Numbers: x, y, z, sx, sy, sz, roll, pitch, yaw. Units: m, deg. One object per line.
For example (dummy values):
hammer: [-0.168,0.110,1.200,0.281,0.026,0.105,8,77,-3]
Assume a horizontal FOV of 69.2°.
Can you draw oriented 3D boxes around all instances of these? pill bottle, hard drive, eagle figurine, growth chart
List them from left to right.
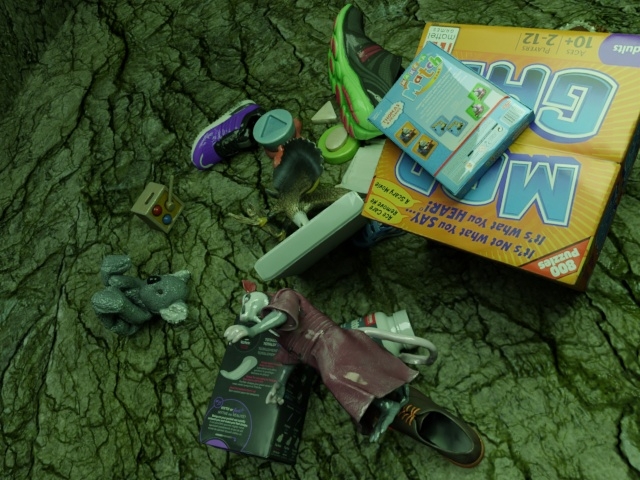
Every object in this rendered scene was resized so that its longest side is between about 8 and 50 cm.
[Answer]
eagle figurine: [-0.041,-0.106,1.168,0.298,0.226,0.225,-42,78,24]
hard drive: [0.000,0.000,1.013,0.233,0.353,0.047,-37,84,4]
pill bottle: [0.109,0.212,0.979,0.180,0.108,0.108,-22,54,10]
growth chart: [0.143,-0.189,1.262,0.171,0.021,0.237,22,71,32]

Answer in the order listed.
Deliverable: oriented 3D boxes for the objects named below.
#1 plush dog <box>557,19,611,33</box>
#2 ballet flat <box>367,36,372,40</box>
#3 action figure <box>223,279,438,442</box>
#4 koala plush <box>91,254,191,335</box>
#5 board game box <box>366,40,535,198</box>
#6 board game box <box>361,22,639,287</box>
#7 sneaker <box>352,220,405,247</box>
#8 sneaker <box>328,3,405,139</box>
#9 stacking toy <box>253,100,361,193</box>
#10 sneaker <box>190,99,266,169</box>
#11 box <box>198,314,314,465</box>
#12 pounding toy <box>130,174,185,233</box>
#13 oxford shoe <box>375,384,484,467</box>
plush dog: [0.652,-0.385,1.087,0.225,0.211,0.262,-35,80,-17]
ballet flat: [0.144,-0.574,1.488,0.057,0.049,0.173,5,69,20]
action figure: [-0.001,0.170,0.826,0.370,0.248,0.275,38,66,20]
koala plush: [-0.458,0.151,1.248,0.221,0.203,0.196,-9,42,-6]
board game box: [0.196,-0.194,0.733,0.160,0.039,0.211,-50,62,16]
board game box: [0.356,-0.137,0.862,0.356,0.356,0.357,21,95,32]
sneaker: [0.142,-0.028,1.141,0.144,0.059,0.053,-23,56,11]
sneaker: [0.139,-0.493,1.366,0.202,0.185,0.483,-5,65,-11]
stacking toy: [-0.050,-0.308,1.351,0.279,0.130,0.309,-32,54,3]
sneaker: [-0.280,-0.325,1.479,0.293,0.102,0.146,-46,55,-8]
box: [-0.120,0.316,0.993,0.165,0.143,0.271,2,61,22]
pounding toy: [-0.485,-0.115,1.424,0.100,0.130,0.141,16,68,30]
oxford shoe: [0.178,0.327,0.884,0.271,0.098,0.097,19,70,31]
